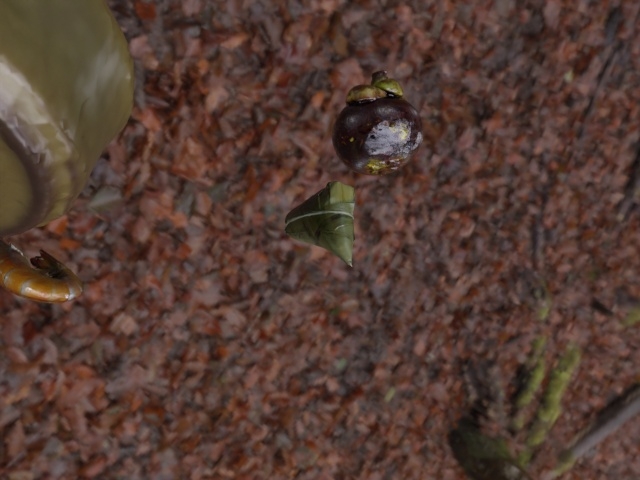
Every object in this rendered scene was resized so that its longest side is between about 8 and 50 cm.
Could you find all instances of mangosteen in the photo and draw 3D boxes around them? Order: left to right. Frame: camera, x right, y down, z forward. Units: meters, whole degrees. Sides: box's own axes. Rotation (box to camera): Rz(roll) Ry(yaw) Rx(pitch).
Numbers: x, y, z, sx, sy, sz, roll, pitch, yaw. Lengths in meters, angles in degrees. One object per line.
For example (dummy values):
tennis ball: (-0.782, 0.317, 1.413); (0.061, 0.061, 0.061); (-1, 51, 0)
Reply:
mangosteen: (0.112, -0.243, 1.682); (0.192, 0.192, 0.217); (16, 64, -57)

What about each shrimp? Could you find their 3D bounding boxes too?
shrimp: (-0.504, 0.043, 1.410); (0.150, 0.249, 0.068); (9, 109, -58)

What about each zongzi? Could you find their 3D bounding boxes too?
zongzi: (0.000, 0.000, 0.966); (0.052, 0.113, 0.104); (16, 145, -33)

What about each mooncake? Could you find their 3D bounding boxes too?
mooncake: (-0.403, -0.181, 0.860); (0.394, 0.393, 0.246); (103, 8, -57)
